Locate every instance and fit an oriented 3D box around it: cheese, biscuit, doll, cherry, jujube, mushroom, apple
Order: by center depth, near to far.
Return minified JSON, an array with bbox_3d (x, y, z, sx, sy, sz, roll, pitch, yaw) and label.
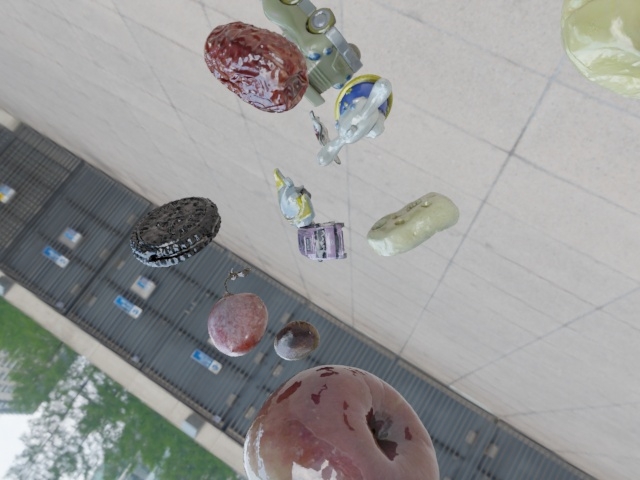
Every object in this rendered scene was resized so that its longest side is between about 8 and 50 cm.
[{"bbox_3d":[0.456,-0.316,0.730,0.226,0.213,0.117,16,169,-12],"label":"cheese"},{"bbox_3d":[-0.100,-0.260,0.769,0.176,0.112,0.109,33,-149,24],"label":"jujube"},{"bbox_3d":[0.031,0.350,0.822,0.306,0.235,0.305,33,-152,-20],"label":"apple"},{"bbox_3d":[-0.141,0.112,0.921,0.090,0.107,0.225,44,-153,-31],"label":"cherry"},{"bbox_3d":[-0.294,-0.022,1.057,0.195,0.194,0.053,22,142,41],"label":"biscuit"},{"bbox_3d":[-0.062,0.270,1.375,0.123,0.123,0.052,42,-168,-29],"label":"mushroom"},{"bbox_3d":[0.258,-0.048,1.494,0.093,0.263,0.159,59,180,-18],"label":"cheese"},{"bbox_3d":[0.110,-0.342,1.527,0.160,0.311,0.242,30,-157,-28],"label":"doll"},{"bbox_3d":[-0.065,-0.094,1.591,0.316,0.103,0.145,64,-172,-57],"label":"doll"}]

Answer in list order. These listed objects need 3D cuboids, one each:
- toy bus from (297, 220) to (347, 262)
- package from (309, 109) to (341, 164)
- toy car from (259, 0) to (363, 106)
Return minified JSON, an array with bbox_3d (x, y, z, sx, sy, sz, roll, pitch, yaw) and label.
[{"bbox_3d":[0.000,0.000,1.342,0.108,0.096,0.199,-5,-176,-10],"label":"toy bus"},{"bbox_3d":[0.014,-0.366,1.866,0.232,0.040,0.166,18,-129,-76],"label":"package"},{"bbox_3d":[-0.049,-0.612,1.600,0.336,0.226,0.242,53,-167,26],"label":"toy car"}]
